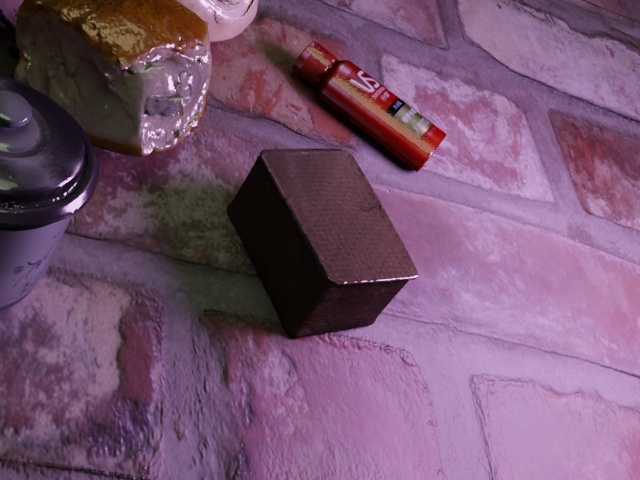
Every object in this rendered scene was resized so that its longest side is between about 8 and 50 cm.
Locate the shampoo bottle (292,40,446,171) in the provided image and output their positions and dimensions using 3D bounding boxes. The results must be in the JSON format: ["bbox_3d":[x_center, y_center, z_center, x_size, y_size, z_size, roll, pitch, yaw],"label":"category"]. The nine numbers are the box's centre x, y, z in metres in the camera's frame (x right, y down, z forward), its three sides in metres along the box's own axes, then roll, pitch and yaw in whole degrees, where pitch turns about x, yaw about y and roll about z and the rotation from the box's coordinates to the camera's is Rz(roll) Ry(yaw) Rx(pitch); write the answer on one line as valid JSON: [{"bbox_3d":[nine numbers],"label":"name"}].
[{"bbox_3d":[0.091,-0.256,2.105,0.314,0.076,0.118,38,43,3],"label":"shampoo bottle"}]

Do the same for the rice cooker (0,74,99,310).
[{"bbox_3d":[-0.431,-0.065,1.397,0.264,0.316,0.316,28,41,-10],"label":"rice cooker"}]

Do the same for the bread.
[{"bbox_3d":[-0.312,-0.268,1.722,0.279,0.225,0.250,26,35,6],"label":"bread"}]

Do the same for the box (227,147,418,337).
[{"bbox_3d":[0.001,-0.002,1.752,0.184,0.143,0.273,-5,54,-37],"label":"box"}]

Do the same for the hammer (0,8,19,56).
[{"bbox_3d":[-0.533,-0.380,1.837,0.201,0.021,0.078,47,41,11],"label":"hammer"}]

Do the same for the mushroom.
[{"bbox_3d":[-0.192,-0.471,1.993,0.202,0.246,0.246,14,27,35],"label":"mushroom"}]
